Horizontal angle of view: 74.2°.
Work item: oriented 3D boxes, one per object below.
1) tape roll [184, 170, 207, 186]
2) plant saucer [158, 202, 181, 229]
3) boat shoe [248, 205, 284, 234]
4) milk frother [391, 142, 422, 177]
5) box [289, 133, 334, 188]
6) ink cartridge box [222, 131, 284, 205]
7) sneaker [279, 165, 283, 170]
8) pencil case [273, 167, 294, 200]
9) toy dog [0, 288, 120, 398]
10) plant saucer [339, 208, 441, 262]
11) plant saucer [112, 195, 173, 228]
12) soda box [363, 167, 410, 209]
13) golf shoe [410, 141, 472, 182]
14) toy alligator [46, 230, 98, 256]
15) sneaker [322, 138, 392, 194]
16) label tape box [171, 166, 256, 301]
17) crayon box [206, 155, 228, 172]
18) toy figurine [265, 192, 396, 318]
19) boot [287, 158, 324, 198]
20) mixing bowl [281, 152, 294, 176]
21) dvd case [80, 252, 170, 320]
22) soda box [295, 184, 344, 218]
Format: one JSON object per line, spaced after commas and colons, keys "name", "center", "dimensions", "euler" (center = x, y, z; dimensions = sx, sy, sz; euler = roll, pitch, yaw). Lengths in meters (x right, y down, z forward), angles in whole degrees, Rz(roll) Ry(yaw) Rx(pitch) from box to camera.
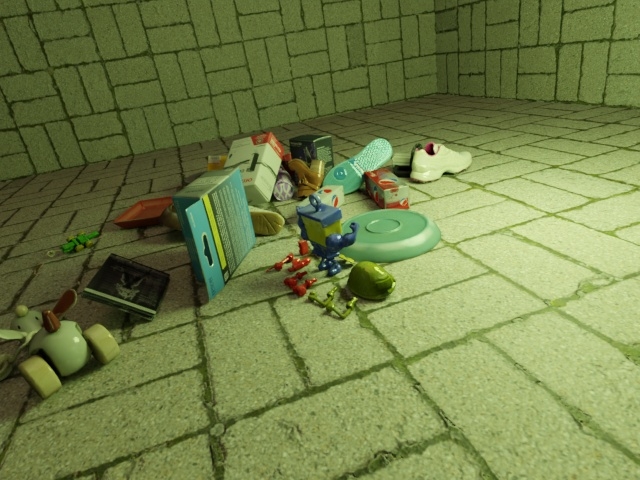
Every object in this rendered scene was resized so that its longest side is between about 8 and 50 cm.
{"name": "tape roll", "center": [-0.520, -0.273, 1.988], "dimensions": [0.219, 0.072, 0.219], "euler": [-8, 24, 4]}
{"name": "plant saucer", "center": [-0.423, -0.105, 1.535], "dimensions": [0.311, 0.050, 0.310], "euler": [1, 20, -1]}
{"name": "boat shoe", "center": [-0.257, -0.069, 1.409], "dimensions": [0.277, 0.098, 0.096], "euler": [10, 10, 2]}
{"name": "milk frother", "center": [0.358, -0.338, 1.726], "dimensions": [0.135, 0.143, 0.129], "euler": [9, 37, 31]}
{"name": "box", "center": [-0.033, -0.332, 1.774], "dimensions": [0.153, 0.206, 0.108], "euler": [14, 31, 42]}
{"name": "ink cartridge box", "center": [-0.278, -0.278, 1.681], "dimensions": [0.197, 0.114, 0.272], "euler": [-6, 57, 26]}
{"name": "sneaker", "center": [-0.238, -0.357, 2.054], "dimensions": [0.228, 0.087, 0.130], "euler": [8, 35, 45]}
{"name": "pencil case", "center": [-0.158, -0.230, 1.742], "dimensions": [0.087, 0.088, 0.206], "euler": [-24, 23, 2]}
{"name": "toy dog", "center": [-0.580, 0.187, 0.875], "dimensions": [0.334, 0.160, 0.220], "euler": [0, 25, 20]}
{"name": "plant saucer", "center": [0.184, -0.027, 1.223], "dimensions": [0.318, 0.043, 0.317], "euler": [-8, 23, 4]}
{"name": "plant saucer", "center": [-0.663, -0.117, 1.724], "dimensions": [0.259, 0.047, 0.259], "euler": [-8, 23, 4]}
{"name": "soda box", "center": [0.230, -0.183, 1.500], "dimensions": [0.092, 0.083, 0.263], "euler": [-11, 23, -4]}
{"name": "golf shoe", "center": [0.482, -0.324, 1.659], "dimensions": [0.306, 0.140, 0.115], "euler": [-21, 25, -28]}
{"name": "toy alligator", "center": [-0.877, 0.020, 1.497], "dimensions": [0.051, 0.056, 0.190], "euler": [-45, -3, 43]}
{"name": "sneaker", "center": [0.139, -0.270, 1.717], "dimensions": [0.319, 0.127, 0.208], "euler": [-34, 0, -6]}
{"name": "label tape box", "center": [-0.297, -0.029, 1.144], "dimensions": [0.115, 0.249, 0.347], "euler": [-3, 25, 14]}
{"name": "crayon box", "center": [-0.357, -0.301, 1.869], "dimensions": [0.279, 0.081, 0.165], "euler": [-2, 41, -10]}
{"name": "toy figurine", "center": [0.000, 0.000, 1.014], "dimensions": [0.191, 0.217, 0.363], "euler": [-23, 27, -27]}
{"name": "boot", "center": [-0.072, -0.242, 1.673], "dimensions": [0.073, 0.152, 0.197], "euler": [12, -2, -45]}
{"name": "mixing bowl", "center": [-0.095, -0.351, 1.975], "dimensions": [0.182, 0.098, 0.181], "euler": [-8, 25, 4]}
{"name": "dvd case", "center": [-0.481, 0.112, 1.070], "dimensions": [0.165, 0.018, 0.221], "euler": [24, 16, -18]}
{"name": "soda box", "center": [0.003, -0.127, 1.478], "dimensions": [0.074, 0.069, 0.216], "euler": [6, 29, 30]}
